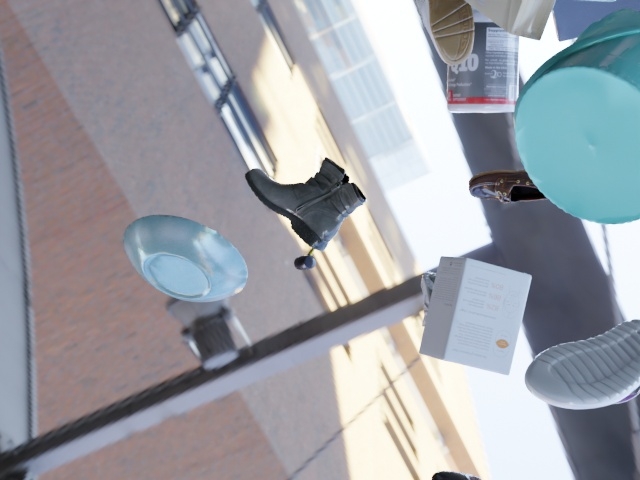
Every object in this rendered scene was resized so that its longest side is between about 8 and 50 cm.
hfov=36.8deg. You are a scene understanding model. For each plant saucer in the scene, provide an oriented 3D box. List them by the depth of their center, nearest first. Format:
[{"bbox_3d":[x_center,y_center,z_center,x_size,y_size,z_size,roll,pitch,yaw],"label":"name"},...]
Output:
[{"bbox_3d":[-0.205,0.040,1.417,0.195,0.195,0.037,-13,-139,33],"label":"plant saucer"}]

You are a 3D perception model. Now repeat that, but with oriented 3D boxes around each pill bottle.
[{"bbox_3d":[0.370,-0.434,2.190,0.161,0.283,0.161,0,-174,0],"label":"pill bottle"}]

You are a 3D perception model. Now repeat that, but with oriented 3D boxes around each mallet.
[{"bbox_3d":[0.000,0.000,2.543,0.189,0.039,0.062,-55,-158,-15],"label":"mallet"}]

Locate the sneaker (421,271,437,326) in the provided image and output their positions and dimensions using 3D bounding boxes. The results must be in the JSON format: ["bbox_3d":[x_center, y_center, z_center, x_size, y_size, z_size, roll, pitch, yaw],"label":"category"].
[{"bbox_3d":[0.266,0.157,2.232,0.090,0.115,0.232,16,-154,-6],"label":"sneaker"}]

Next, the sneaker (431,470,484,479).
[{"bbox_3d":[0.235,0.502,1.694,0.162,0.106,0.281,25,-156,11],"label":"sneaker"}]

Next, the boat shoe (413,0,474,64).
[{"bbox_3d":[0.242,-0.499,1.997,0.098,0.277,0.096,-20,-168,-14],"label":"boat shoe"}]

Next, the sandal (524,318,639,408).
[{"bbox_3d":[0.586,0.278,1.983,0.416,0.102,0.169,-14,-141,-33],"label":"sandal"}]

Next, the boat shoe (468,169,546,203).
[{"bbox_3d":[0.442,-0.122,2.229,0.207,0.073,0.073,-7,-126,24],"label":"boat shoe"}]

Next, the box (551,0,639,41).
[{"bbox_3d":[0.578,-0.645,1.928,0.293,0.212,0.395,-11,-114,15],"label":"box"}]

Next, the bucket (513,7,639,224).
[{"bbox_3d":[0.419,-0.169,1.352,0.281,0.281,0.183,-3,-153,48],"label":"bucket"}]

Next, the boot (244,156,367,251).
[{"bbox_3d":[-0.026,-0.108,1.954,0.161,0.246,0.083,-52,158,11],"label":"boot"}]

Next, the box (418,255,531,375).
[{"bbox_3d":[0.254,0.122,1.588,0.091,0.130,0.170,-174,-81,-69],"label":"box"}]

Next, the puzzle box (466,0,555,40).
[{"bbox_3d":[0.290,-0.490,1.473,0.052,0.272,0.409,10,-155,-15],"label":"puzzle box"}]
